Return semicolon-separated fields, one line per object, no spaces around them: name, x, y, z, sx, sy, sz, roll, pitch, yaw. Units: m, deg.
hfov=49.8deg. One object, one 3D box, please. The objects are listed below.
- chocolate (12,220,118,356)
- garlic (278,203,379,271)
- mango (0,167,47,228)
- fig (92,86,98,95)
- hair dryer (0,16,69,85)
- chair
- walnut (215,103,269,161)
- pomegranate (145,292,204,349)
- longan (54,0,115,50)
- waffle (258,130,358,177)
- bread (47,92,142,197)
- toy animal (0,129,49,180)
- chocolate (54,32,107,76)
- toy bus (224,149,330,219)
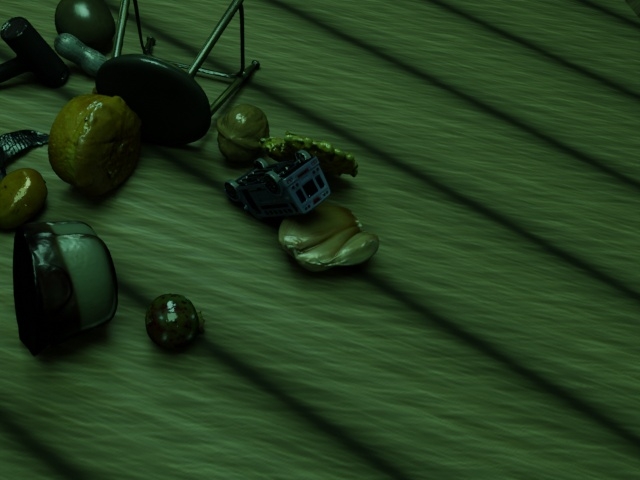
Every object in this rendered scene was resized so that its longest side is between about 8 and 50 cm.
chocolate;-0.536;0.093;1.465;0.186;0.283;0.283;-2;52;-31
garlic;0.000;0.000;1.680;0.228;0.110;0.217;-14;45;-27
mango;-0.728;-0.102;1.670;0.115;0.089;0.165;6;56;-1
fig;-0.606;-0.424;1.950;0.050;0.050;0.083;27;41;12
hair dryer;-0.857;-0.478;1.901;0.251;0.197;0.089;-29;58;-1
chair;-0.387;-0.500;1.855;0.362;0.364;0.410;14;58;2
walnut;-0.207;-0.289;1.832;0.149;0.166;0.166;31;56;7
pomegranate;-0.316;0.174;1.501;0.130;0.130;0.130;3;54;-5
longan;-0.695;-0.646;2.030;0.189;0.189;0.189;3;54;-5
waffle;-0.033;-0.219;1.756;0.291;0.291;0.051;12;86;2
bread;-0.553;-0.241;1.698;0.146;0.268;0.268;18;54;11
toy animal;-0.837;-0.239;1.721;0.197;0.272;0.160;20;90;1
chocolate;-0.680;-0.528;1.970;0.167;0.072;0.072;34;48;-26
toy bus;-0.111;-0.128;1.697;0.125;0.292;0.133;-39;111;-30
